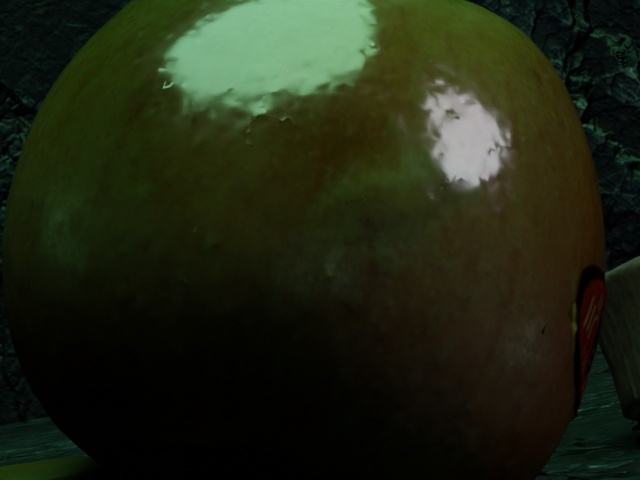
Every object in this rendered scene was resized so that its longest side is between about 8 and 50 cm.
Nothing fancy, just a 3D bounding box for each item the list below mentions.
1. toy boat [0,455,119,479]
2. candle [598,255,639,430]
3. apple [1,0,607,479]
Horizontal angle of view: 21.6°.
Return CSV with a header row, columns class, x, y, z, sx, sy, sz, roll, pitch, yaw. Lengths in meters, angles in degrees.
class,x,y,z,sx,sy,sz,roll,pitch,yaw
toy boat,-0.179,0.169,0.930,0.200,0.077,0.057,-6,9,-39
candle,0.353,0.026,1.169,0.317,0.131,0.287,-21,-16,18
apple,0.000,0.000,0.930,0.338,0.305,0.338,15,-22,6
